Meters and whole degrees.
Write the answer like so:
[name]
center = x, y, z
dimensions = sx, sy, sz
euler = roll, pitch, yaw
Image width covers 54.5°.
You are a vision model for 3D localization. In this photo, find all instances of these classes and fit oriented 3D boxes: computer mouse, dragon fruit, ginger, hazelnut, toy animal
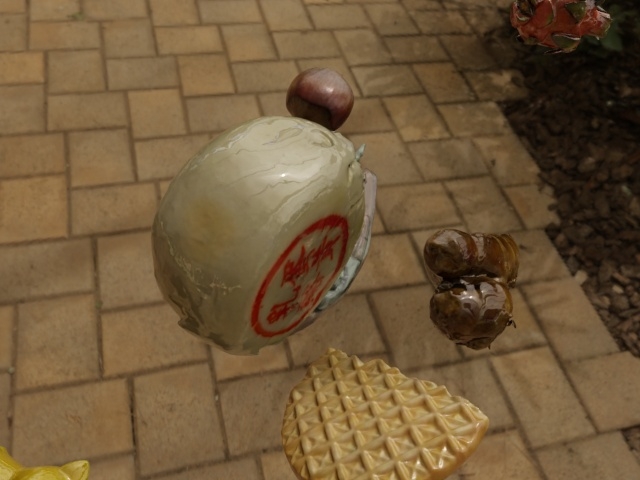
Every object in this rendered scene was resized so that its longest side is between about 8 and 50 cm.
[computer mouse]
center = 0.004, 0.005, 0.941
dimensions = 0.115, 0.199, 0.389
euler = 44, 55, -21
[dragon fruit]
center = 0.264, -0.249, 0.677
dimensions = 0.116, 0.086, 0.081
euler = 1, 37, -3
[ginger]
center = 0.323, 0.095, 1.298
dimensions = 0.176, 0.418, 0.254
euler = -14, 87, 25
[hazelnut]
center = -0.001, -0.172, 0.755
dimensions = 0.086, 0.086, 0.086
euler = 5, 51, -6
[toy animal]
center = -0.480, 0.399, 0.958
dimensions = 0.229, 0.156, 0.156
euler = 13, 50, -1

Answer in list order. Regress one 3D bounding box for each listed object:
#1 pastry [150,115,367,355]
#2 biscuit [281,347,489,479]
[pastry]
center = -0.055, -0.004, 0.657
dimensions = 0.133, 0.265, 0.265
euler = 31, 53, 22
[biscuit]
center = 0.051, 0.247, 0.831
dimensions = 0.204, 0.040, 0.309
euler = -43, 32, -26
